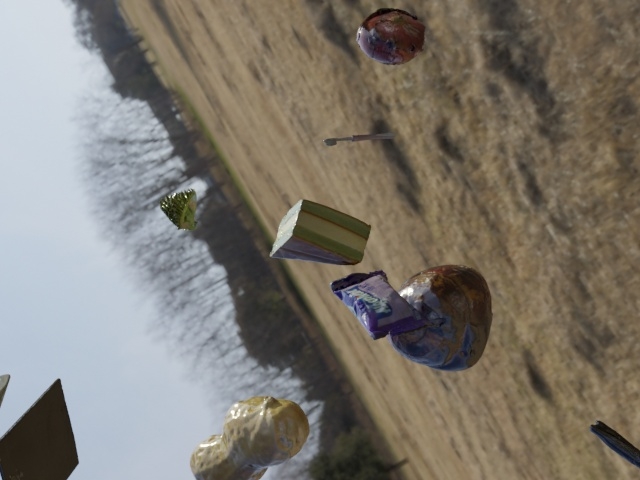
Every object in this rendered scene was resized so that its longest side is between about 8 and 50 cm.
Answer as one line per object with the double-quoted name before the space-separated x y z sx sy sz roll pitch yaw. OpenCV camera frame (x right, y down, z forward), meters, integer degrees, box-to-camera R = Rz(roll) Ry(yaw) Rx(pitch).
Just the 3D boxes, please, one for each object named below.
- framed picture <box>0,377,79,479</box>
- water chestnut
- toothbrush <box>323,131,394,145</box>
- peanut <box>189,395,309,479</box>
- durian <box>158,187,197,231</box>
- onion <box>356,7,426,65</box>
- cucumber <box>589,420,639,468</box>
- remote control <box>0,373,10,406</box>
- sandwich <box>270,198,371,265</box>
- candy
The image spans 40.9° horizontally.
"framed picture" -0.657 0.504 2.015 0.324 0.013 0.244 -63 -34 -71
"water chestnut" 0.295 0.184 2.129 0.244 0.289 0.289 -112 -4 -55
"toothbrush" 0.094 -0.245 2.063 0.017 0.194 0.014 64 148 26
"peanut" -0.113 0.315 1.311 0.101 0.263 0.117 0 -125 -42
"durian" -0.328 -0.068 2.027 0.215 0.086 0.100 -73 -30 -84
"onion" 0.182 -0.507 2.193 0.184 0.184 0.147 56 160 37
"cucumber" 0.581 0.398 1.655 0.135 0.033 0.034 36 150 32
"remote control" -0.791 0.368 2.082 0.184 0.050 0.027 -125 24 -70
"sandwich" 0.000 0.000 1.988 0.187 0.117 0.144 22 154 -9
"candy" 0.130 0.140 1.905 0.275 0.145 0.070 -131 32 -56
